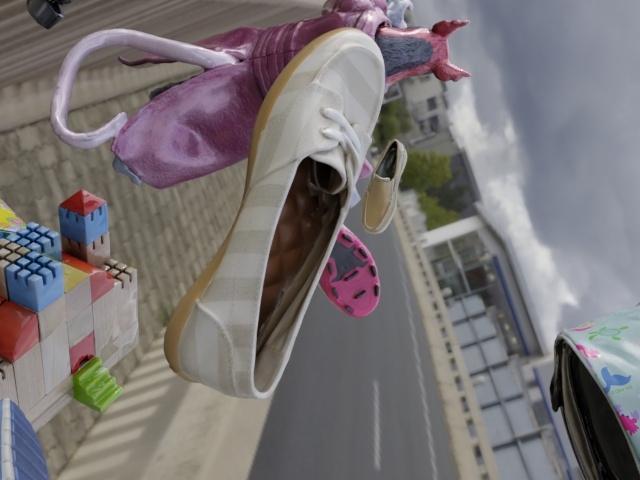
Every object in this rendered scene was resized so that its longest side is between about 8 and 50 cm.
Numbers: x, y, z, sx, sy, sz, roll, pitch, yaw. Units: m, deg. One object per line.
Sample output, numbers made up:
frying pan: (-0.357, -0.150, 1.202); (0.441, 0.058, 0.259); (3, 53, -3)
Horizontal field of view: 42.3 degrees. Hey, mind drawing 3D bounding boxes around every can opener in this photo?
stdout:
can opener: (-0.330, -0.320, 0.949); (0.186, 0.073, 0.059); (55, 3, 31)

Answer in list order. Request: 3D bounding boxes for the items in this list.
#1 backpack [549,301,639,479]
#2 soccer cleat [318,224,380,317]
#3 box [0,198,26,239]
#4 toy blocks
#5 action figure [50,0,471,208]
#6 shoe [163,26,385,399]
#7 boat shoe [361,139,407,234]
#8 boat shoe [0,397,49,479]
backpack: (0.300, 0.172, 0.690); (0.253, 0.191, 0.225); (64, 3, 19)
soccer cleat: (0.000, 0.000, 1.578); (0.331, 0.116, 0.143); (55, -10, -20)
box: (-0.636, 0.058, 1.234); (0.290, 0.279, 0.177); (14, 15, -47)
toy blocks: (-0.373, 0.101, 1.099); (0.381, 0.191, 0.260); (-45, 149, -49)
action figure: (-0.034, -0.179, 0.826); (0.276, 0.370, 0.248); (31, 55, -55)
shoe: (-0.010, -0.016, 0.453); (0.058, 0.219, 0.076); (17, -11, 45)
boat shoe: (0.119, -0.108, 1.611); (0.072, 0.068, 0.190); (55, 48, -73)
boat shoe: (-0.226, 0.188, 0.561); (0.183, 0.066, 0.066); (-116, -175, -47)
